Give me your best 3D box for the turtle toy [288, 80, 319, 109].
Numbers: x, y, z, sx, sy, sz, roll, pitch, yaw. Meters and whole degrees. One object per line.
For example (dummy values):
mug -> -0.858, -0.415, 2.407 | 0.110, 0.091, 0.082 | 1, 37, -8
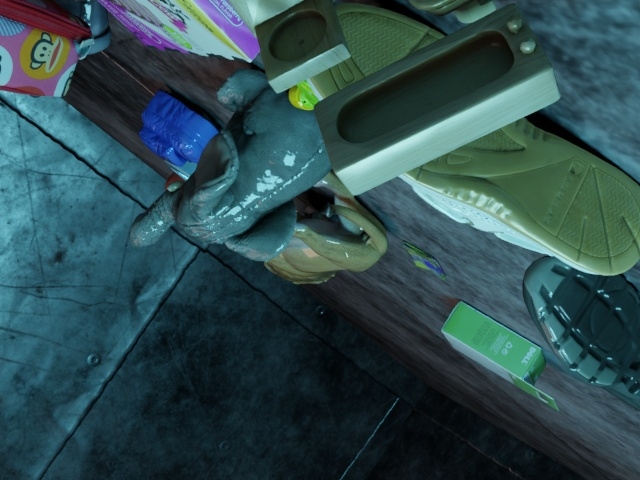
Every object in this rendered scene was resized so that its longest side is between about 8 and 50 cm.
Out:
turtle toy -> 0.022, -0.125, 0.637 | 0.130, 0.066, 0.095 | 41, 171, -32

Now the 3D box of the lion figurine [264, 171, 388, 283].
lion figurine -> 0.000, 0.000, 1.231 | 0.240, 0.142, 0.392 | 31, 171, -26

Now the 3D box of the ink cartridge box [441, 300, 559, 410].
ink cartridge box -> 0.308, 0.189, 1.296 | 0.209, 0.062, 0.109 | 31, 171, 29

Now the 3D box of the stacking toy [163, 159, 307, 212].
stacking toy -> -0.180, -0.081, 1.523 | 0.279, 0.130, 0.309 | 37, 172, -5

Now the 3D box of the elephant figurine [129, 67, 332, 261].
elephant figurine -> -0.093, -0.056, 0.895 | 0.169, 0.239, 0.186 | 36, 172, -2

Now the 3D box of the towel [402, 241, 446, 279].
towel -> 0.157, 0.031, 1.199 | 0.060, 0.009, 0.083 | 30, 170, 32

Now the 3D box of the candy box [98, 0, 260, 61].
candy box -> -0.143, -0.235, 0.674 | 0.159, 0.071, 0.233 | 42, 170, -34

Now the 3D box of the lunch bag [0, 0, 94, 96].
lunch bag -> -0.406, -0.259, 0.884 | 0.293, 0.120, 0.258 | 33, -167, 26

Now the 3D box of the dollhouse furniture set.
dollhouse furniture set -> 0.013, -0.127, 0.393 | 0.123, 0.144, 0.151 | 47, -157, -52

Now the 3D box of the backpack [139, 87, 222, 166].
backpack -> -0.223, -0.172, 1.293 | 0.120, 0.101, 0.098 | 29, 177, 20

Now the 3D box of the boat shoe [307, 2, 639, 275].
boat shoe -> 0.100, -0.061, 0.572 | 0.277, 0.098, 0.096 | 35, 171, -6

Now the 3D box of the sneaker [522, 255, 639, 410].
sneaker -> 0.279, 0.104, 0.785 | 0.267, 0.101, 0.106 | 39, 174, -22

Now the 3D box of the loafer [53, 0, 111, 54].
loafer -> -0.395, -0.353, 1.043 | 0.303, 0.109, 0.095 | 32, 135, 15
